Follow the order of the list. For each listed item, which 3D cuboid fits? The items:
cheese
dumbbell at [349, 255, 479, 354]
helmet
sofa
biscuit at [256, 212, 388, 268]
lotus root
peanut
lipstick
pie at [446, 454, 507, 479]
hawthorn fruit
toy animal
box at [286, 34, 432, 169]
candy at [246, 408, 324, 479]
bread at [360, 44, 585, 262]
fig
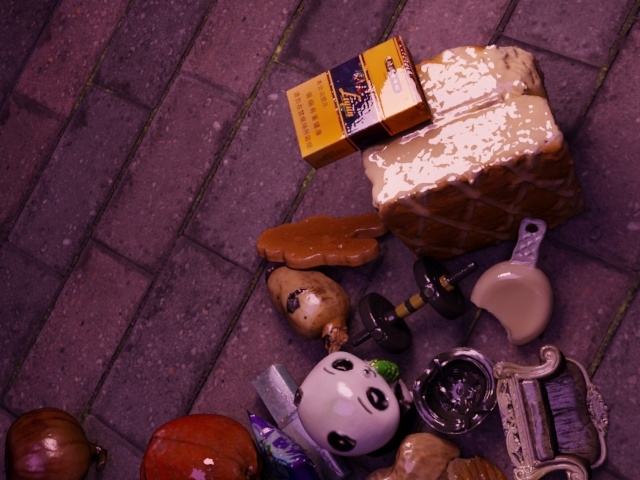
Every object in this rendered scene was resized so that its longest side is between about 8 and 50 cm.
[{"bbox_3d":[0.407,0.084,1.448,0.163,0.071,0.248,31,116,1],"label":"cheese"},{"bbox_3d":[0.188,0.134,1.519,0.325,0.143,0.143,-37,68,24],"label":"dumbbell"},{"bbox_3d":[0.276,0.312,1.489,0.177,0.107,0.153,-40,63,-12],"label":"helmet"},{"bbox_3d":[0.440,0.326,1.371,0.182,0.200,0.258,-14,72,20],"label":"sofa"},{"bbox_3d":[0.001,0.003,1.646,0.295,0.186,0.044,-1,123,23],"label":"biscuit"},{"bbox_3d":[-0.025,0.132,1.612,0.257,0.154,0.140,39,101,32],"label":"lotus root"},{"bbox_3d":[0.187,0.489,1.453,0.233,0.197,0.110,-50,26,2],"label":"peanut"},{"bbox_3d":[-0.039,0.405,1.598,0.076,0.077,0.289,-41,68,8],"label":"lipstick"},{"bbox_3d":[0.310,0.489,1.396,0.046,0.195,0.195,-44,65,30],"label":"pie"},{"bbox_3d":[-0.252,0.499,1.574,0.262,0.258,0.258,6,79,-7],"label":"hawthorn fruit"},{"bbox_3d":[0.077,0.325,1.475,0.213,0.267,0.212,-7,69,19],"label":"toy animal"},{"bbox_3d":[0.066,-0.245,1.326,0.237,0.070,0.152,-23,63,21],"label":"box"},{"bbox_3d":[-0.069,0.455,1.523,0.070,0.145,0.275,-29,29,-27],"label":"candy"},{"bbox_3d":[0.290,-0.156,1.444,0.371,0.390,0.279,-18,63,20],"label":"bread"},{"bbox_3d":[-0.643,0.514,1.745,0.235,0.214,0.234,9,105,34],"label":"fig"}]
